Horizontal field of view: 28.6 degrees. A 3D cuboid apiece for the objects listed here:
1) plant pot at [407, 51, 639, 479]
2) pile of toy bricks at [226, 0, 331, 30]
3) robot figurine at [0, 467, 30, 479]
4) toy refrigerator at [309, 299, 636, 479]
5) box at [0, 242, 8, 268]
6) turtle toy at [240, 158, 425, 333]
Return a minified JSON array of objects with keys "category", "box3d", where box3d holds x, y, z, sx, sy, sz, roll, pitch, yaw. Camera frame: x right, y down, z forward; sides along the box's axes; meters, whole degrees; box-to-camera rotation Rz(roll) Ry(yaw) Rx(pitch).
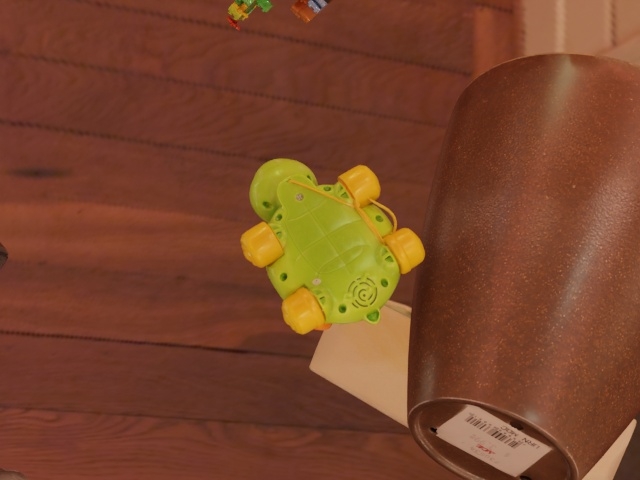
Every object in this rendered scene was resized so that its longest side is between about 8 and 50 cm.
[{"category":"plant pot","box3d":[0.145,0.037,0.799,0.215,0.215,0.230,36,57,-13]},{"category":"pile of toy bricks","box3d":[-0.062,-0.268,1.328,0.105,0.212,0.118,-43,92,9]},{"category":"robot figurine","box3d":[-0.217,0.230,0.564,0.291,0.085,0.211,-40,129,-30]},{"category":"toy refrigerator","box3d":[0.126,0.128,1.085,0.102,0.269,0.094,20,95,-47]},{"category":"box","box3d":[-0.777,0.071,1.691,0.480,0.297,0.471,-54,144,6]},{"category":"turtle toy","box3d":[0.000,0.000,0.775,0.095,0.066,0.130,-30,71,-9]}]
